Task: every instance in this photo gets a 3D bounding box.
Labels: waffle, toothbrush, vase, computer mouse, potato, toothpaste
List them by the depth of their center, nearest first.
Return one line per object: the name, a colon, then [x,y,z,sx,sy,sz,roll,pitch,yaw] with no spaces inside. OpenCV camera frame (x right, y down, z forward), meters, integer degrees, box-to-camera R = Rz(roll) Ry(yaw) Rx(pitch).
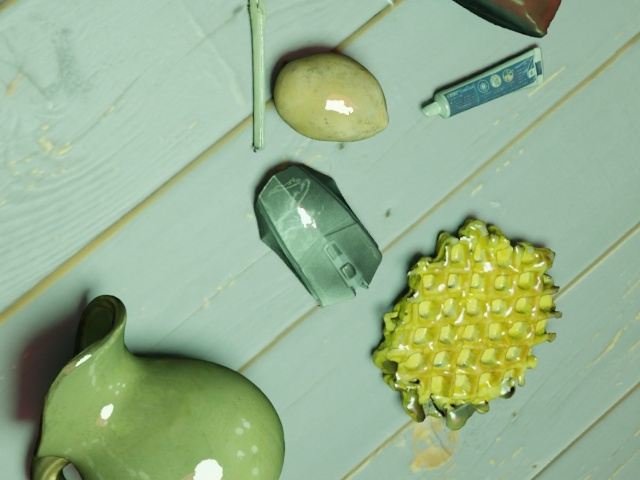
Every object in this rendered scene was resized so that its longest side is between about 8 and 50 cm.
toothbrush: [-0.074,-0.250,1.162,0.028,0.026,0.295,-9,112,-37]
potato: [0.014,-0.177,1.185,0.147,0.112,0.112,11,104,-19]
vase: [-0.235,0.265,1.189,0.302,0.241,0.329,35,119,-18]
computer mouse: [0.003,-0.001,1.259,0.126,0.071,0.231,-39,120,-6]
toothpaste: [0.223,-0.208,1.302,0.197,0.035,0.057,-24,122,-17]
waffle: [0.212,0.126,1.400,0.329,0.062,0.329,-9,113,-21]

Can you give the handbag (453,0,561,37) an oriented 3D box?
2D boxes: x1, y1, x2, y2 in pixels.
handbag: [0.211,-0.375,1.155,0.254,0.181,0.181,21,101,-31]
